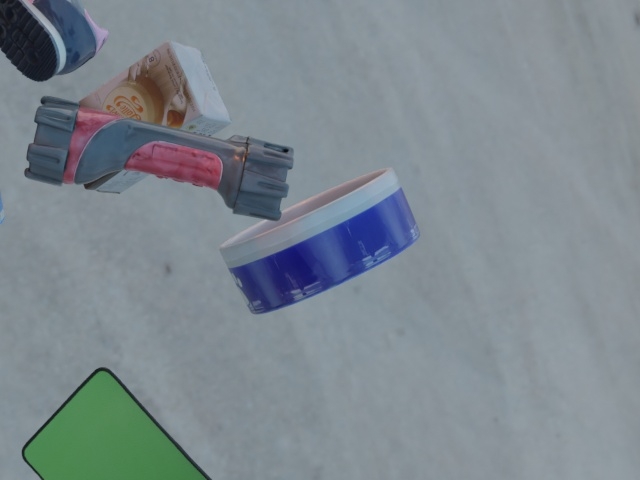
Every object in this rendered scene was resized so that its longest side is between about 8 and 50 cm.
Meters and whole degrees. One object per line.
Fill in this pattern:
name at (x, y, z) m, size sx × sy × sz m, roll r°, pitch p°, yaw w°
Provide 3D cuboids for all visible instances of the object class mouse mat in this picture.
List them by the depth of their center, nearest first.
mouse mat at (-0.204, 0.240, 1.411) m, size 0.190 × 0.152 × 0.007 m, roll 47°, pitch 21°, yaw 6°

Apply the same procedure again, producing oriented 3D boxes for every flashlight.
flashlight at (-0.189, -0.088, 1.624) m, size 0.103 × 0.304 × 0.103 m, roll -94°, pitch -160°, yaw -66°

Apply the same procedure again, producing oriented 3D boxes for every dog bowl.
dog bowl at (0.000, 0.000, 1.902) m, size 0.104 × 0.264 × 0.265 m, roll 65°, pitch 24°, yaw -6°

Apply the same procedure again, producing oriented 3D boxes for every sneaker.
sneaker at (-0.394, -0.355, 1.782) m, size 0.131 × 0.112 × 0.319 m, roll -31°, pitch 91°, yaw -48°

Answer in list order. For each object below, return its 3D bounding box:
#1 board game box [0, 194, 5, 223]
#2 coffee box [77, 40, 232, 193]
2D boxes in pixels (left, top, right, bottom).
board game box at (-0.533, -0.132, 1.665) m, size 0.308 × 0.302 × 0.086 m, roll 37°, pitch 71°, yaw 2°
coffee box at (-0.284, -0.193, 2.213) m, size 0.098 × 0.246 × 0.141 m, roll 3°, pitch 59°, yaw -63°
